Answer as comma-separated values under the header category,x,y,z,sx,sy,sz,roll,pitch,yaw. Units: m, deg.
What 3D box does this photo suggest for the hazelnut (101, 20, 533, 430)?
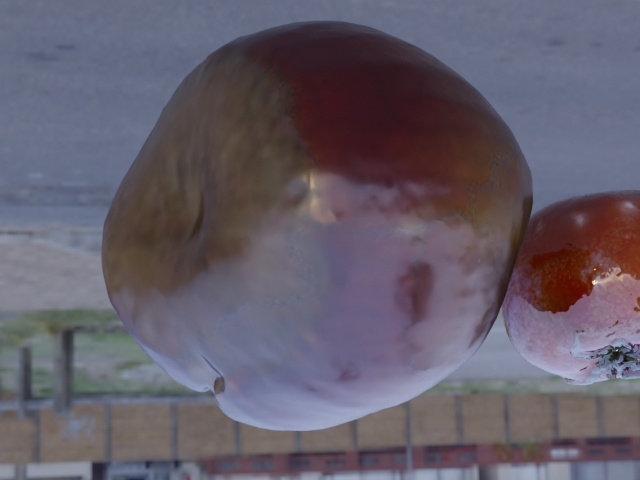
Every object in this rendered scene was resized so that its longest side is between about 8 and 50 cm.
category,x,y,z,sx,sy,sz,roll,pitch,yaw
hazelnut,0.000,0.000,1.185,0.359,0.359,0.409,3,161,-30

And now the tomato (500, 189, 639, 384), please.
category,x,y,z,sx,sy,sz,roll,pitch,yaw
tomato,0.295,0.042,1.369,0.232,0.189,0.232,-1,149,-1
